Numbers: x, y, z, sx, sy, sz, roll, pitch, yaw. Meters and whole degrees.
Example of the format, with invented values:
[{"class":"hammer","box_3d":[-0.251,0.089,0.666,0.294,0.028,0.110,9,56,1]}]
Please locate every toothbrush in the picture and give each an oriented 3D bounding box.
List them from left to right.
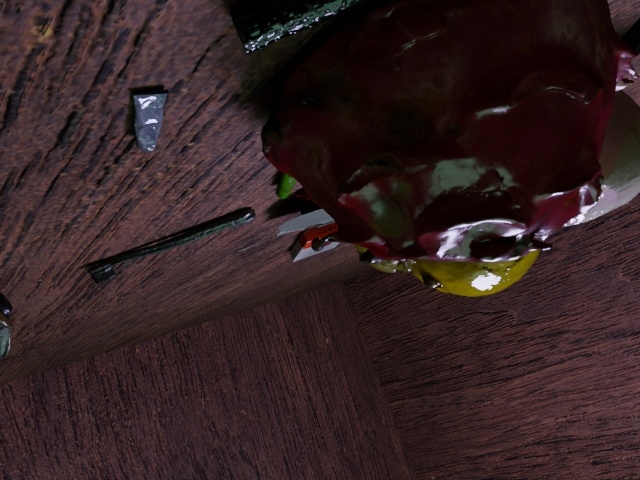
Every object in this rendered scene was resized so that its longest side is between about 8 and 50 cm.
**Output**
[{"class":"toothbrush","box_3d":[-0.248,0.006,0.940,0.297,0.031,0.030,-22,-162,-4]}]

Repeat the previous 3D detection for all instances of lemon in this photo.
[{"class":"lemon","box_3d":[0.291,-0.035,1.079,0.296,0.297,0.297,-20,172,-3]}]

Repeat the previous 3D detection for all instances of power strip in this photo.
[{"class":"power strip","box_3d":[0.443,-0.282,0.748,0.037,0.029,0.111,-21,172,3]}]

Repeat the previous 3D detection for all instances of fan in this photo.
[{"class":"fan","box_3d":[-0.051,-0.025,1.080,0.310,0.010,0.182,-20,171,31]}]

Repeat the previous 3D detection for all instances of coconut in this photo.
[{"class":"coconut","box_3d":[0.374,-0.136,0.867,0.230,0.227,0.227,-16,171,-29]}]

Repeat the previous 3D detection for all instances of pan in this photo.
[{"class":"pan","box_3d":[0.060,-0.085,1.040,0.211,0.040,0.115,-10,168,-20]}]

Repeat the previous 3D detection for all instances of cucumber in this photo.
[{"class":"cucumber","box_3d":[0.002,-0.171,0.393,0.133,0.032,0.032,-21,172,4]}]

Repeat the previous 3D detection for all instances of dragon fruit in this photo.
[{"class":"dragon fruit","box_3d":[0.146,-0.093,0.591,0.370,0.249,0.386,-19,171,20]}]

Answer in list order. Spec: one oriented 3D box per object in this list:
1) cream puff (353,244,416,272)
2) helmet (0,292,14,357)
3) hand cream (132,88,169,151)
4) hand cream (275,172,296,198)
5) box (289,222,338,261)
[{"class":"cream puff","box_3d":[0.122,-0.072,0.868,0.220,0.195,0.195,-31,172,-3]},{"class":"helmet","box_3d":[-0.434,0.072,0.572,0.198,0.130,0.224,-21,162,-23]},{"class":"hand cream","box_3d":[-0.155,-0.108,0.496,0.030,0.019,0.093,-15,163,-25]},{"class":"hand cream","box_3d":[-0.046,-0.093,0.815,0.036,0.023,0.122,-14,166,-18]},{"class":"box","box_3d":[0.000,0.000,1.472,0.138,0.035,0.245,-18,172,-16]}]
